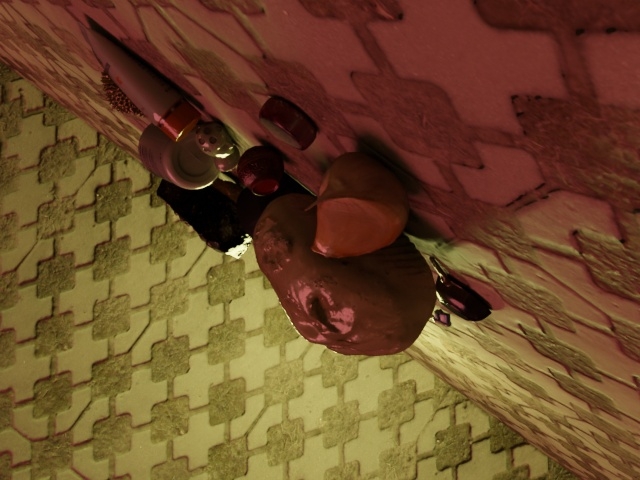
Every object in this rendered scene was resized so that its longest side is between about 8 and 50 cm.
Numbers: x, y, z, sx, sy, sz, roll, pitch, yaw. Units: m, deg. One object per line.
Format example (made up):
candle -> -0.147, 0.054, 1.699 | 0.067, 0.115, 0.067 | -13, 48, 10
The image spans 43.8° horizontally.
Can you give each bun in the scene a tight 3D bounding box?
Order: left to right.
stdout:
bun -> 0.037, 0.060, 1.484 | 0.362, 0.234, 0.326 | 31, -154, -2

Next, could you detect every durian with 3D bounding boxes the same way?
durian -> -0.455, -0.345, 1.910 | 0.146, 0.102, 0.208 | 26, 173, 23

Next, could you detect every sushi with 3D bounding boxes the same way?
sushi -> -0.319, -0.107, 2.387 | 0.348, 0.207, 0.234 | 40, -175, 12

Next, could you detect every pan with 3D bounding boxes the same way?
pan -> 0.265, 0.107, 1.664 | 0.202, 0.048, 0.128 | 39, 173, -16

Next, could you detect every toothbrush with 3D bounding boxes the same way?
toothbrush -> 0.229, 0.163, 2.182 | 0.040, 0.040, 0.386 | 41, 171, -33

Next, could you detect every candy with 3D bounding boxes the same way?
candy -> -0.054, -0.189, 1.299 | 0.103, 0.043, 0.103 | 35, 172, 6

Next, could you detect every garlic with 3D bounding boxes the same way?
garlic -> 0.051, -0.054, 1.222 | 0.145, 0.164, 0.245 | 52, 172, 18

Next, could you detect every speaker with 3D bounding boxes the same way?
speaker -> -0.034, 0.029, 1.834 | 0.388, 0.184, 0.180 | 38, 149, -13

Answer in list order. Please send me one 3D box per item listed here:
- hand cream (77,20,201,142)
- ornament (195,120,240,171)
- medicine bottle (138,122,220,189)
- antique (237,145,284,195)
hand cream -> -0.398, -0.350, 1.718 | 0.314, 0.089, 0.140 | 44, 171, 0
ornament -> -0.230, -0.216, 1.800 | 0.081, 0.075, 0.156 | 16, 166, 14
medicine bottle -> -0.360, -0.224, 1.989 | 0.157, 0.157, 0.289 | 40, 171, -30
antique -> -0.124, -0.149, 1.649 | 0.104, 0.104, 0.104 | 35, 172, 6
